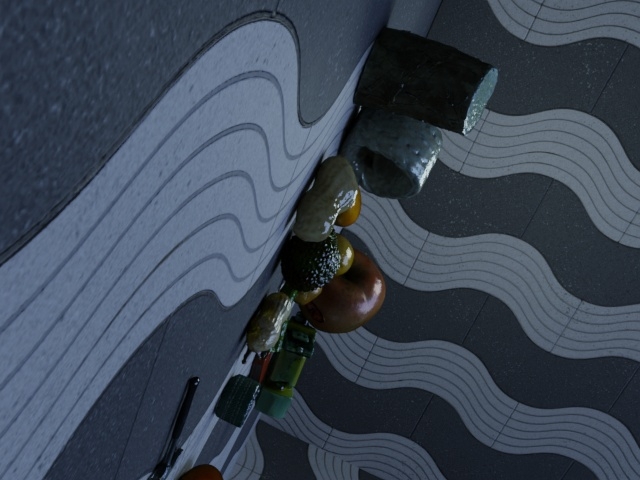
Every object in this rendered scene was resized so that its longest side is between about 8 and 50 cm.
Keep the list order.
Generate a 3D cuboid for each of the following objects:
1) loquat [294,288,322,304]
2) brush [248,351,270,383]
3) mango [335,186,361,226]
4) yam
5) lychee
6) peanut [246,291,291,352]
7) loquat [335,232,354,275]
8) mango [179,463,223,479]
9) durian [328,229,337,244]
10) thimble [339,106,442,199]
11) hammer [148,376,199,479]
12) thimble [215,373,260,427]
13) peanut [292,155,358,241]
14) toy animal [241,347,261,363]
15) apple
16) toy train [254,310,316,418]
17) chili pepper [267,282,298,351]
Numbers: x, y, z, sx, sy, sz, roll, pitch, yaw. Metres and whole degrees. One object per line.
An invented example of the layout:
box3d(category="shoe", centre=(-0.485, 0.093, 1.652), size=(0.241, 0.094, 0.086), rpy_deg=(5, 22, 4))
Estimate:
box3d(category="loquat", centre=(-0.061, 0.156, 2.091), size=(0.137, 0.113, 0.137), rpy_deg=(-37, -165, 12))
box3d(category="brush", centre=(-0.218, 0.458, 2.214), size=(0.323, 0.051, 0.070), rpy_deg=(110, 4, -47))
box3d(category="mango", centre=(0.075, -0.126, 2.038), size=(0.252, 0.126, 0.153), rpy_deg=(91, 13, -77))
box3d(category="yam", centre=(0.266, -0.411, 1.608), size=(0.241, 0.348, 0.241), rpy_deg=(-57, 161, -33))
box3d(category="lychee", centre=(-0.028, 0.057, 1.614), size=(0.171, 0.171, 0.171), rpy_deg=(25, 90, -86))
box3d(category="peanut", centre=(-0.136, 0.218, 1.640), size=(0.206, 0.087, 0.087), rpy_deg=(-61, 174, -49))
box3d(category="loquat", centre=(0.033, 0.046, 2.093), size=(0.204, 0.172, 0.149), rpy_deg=(25, 82, -61))
box3d(category="mango", centre=(-0.327, 0.676, 1.661), size=(0.289, 0.129, 0.146), rpy_deg=(153, -39, -83))
box3d(category="durian", centre=(0.010, -0.001, 1.902), size=(0.096, 0.137, 0.220), rpy_deg=(-30, 159, -24))
box3d(category="thimble", centre=(0.201, -0.273, 1.824), size=(0.291, 0.292, 0.195), rpy_deg=(105, 11, -67))
box3d(category="hammer", centre=(-0.274, 0.363, 1.191), size=(0.103, 0.029, 0.246), rpy_deg=(-51, 164, -72))
box3d(category="thimble", centre=(-0.232, 0.449, 1.734), size=(0.118, 0.090, 0.135), rpy_deg=(107, 9, -63))
box3d(category="peanut", centre=(0.018, -0.099, 1.515), size=(0.123, 0.124, 0.256), rpy_deg=(108, 6, -58))
box3d(category="toy animal", centre=(-0.175, 0.277, 1.772), size=(0.241, 0.057, 0.099), rpy_deg=(-50, 158, -68))
box3d(category="apple", centre=(0.059, 0.190, 2.296), size=(0.338, 0.339, 0.305), rpy_deg=(-62, -178, -41))
box3d(category="toy train", centre=(-0.134, 0.470, 2.339), size=(0.253, 0.160, 0.397), rpy_deg=(-104, -143, -76))
box3d(category="chili pepper", centre=(-0.113, 0.192, 1.932), size=(0.076, 0.085, 0.358), rpy_deg=(42, -62, 54))
